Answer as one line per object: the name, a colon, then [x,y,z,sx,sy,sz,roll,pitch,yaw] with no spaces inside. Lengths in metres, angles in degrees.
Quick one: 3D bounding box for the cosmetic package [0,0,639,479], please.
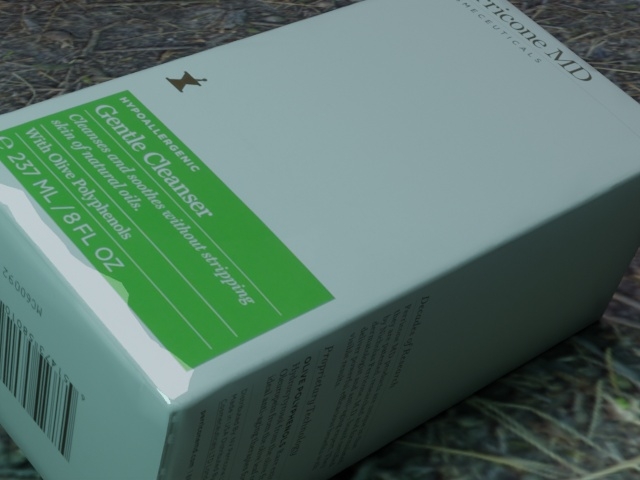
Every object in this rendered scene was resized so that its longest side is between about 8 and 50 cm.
cosmetic package: [0.000,0.000,0.735,0.365,0.155,0.197,-26,57,-36]
